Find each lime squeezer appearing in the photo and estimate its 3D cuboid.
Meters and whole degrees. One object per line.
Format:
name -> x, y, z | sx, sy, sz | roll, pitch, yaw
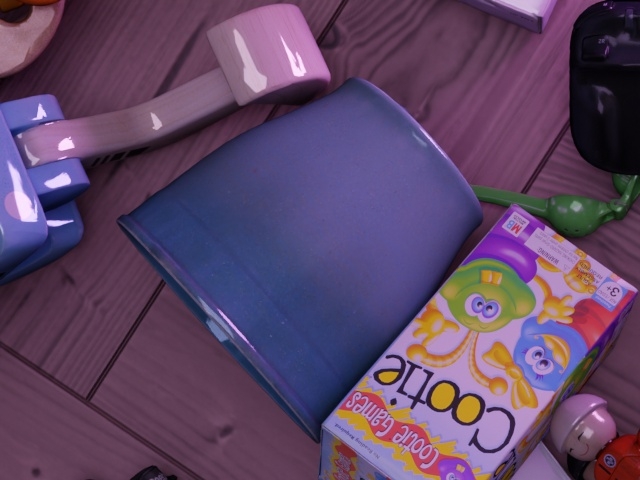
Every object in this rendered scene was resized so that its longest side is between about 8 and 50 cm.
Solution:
lime squeezer -> 0.267, -0.066, 1.724 | 0.310, 0.059, 0.110 | -24, 52, 6

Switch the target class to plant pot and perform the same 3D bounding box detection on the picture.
plant pot -> 0.000, 0.000, 1.649 | 0.255, 0.271, 0.271 | -42, 81, -6

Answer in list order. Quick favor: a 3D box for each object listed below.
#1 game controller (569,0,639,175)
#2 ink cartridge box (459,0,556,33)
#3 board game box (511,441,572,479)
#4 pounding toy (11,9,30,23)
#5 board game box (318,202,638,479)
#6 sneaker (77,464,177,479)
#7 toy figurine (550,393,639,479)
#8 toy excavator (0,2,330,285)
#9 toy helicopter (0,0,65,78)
game controller -> 0.378, -0.129, 1.609 | 0.319, 0.067, 0.166 | 4, 122, 17
ink cartridge box -> 0.186, -0.313, 1.731 | 0.139, 0.082, 0.191 | 24, 88, 9
board game box -> 0.122, 0.396, 1.637 | 0.390, 0.050, 0.390 | -35, 81, -16
pounding toy -> -0.403, -0.267, 1.809 | 0.183, 0.110, 0.237 | -44, 111, -9
board game box -> 0.138, 0.130, 1.616 | 0.142, 0.144, 0.275 | 36, 68, 15
sneaker -> -0.130, 0.284, 1.713 | 0.276, 0.097, 0.135 | 6, 88, 9
toy figurine -> 0.317, 0.162, 1.614 | 0.209, 0.213, 0.148 | -46, 65, -2
toy excavator -> -0.264, -0.077, 1.712 | 0.433, 0.445, 0.222 | -33, 80, 48
toy helicopter -> -0.402, -0.287, 1.699 | 0.355, 0.140, 0.235 | 43, 91, -10
